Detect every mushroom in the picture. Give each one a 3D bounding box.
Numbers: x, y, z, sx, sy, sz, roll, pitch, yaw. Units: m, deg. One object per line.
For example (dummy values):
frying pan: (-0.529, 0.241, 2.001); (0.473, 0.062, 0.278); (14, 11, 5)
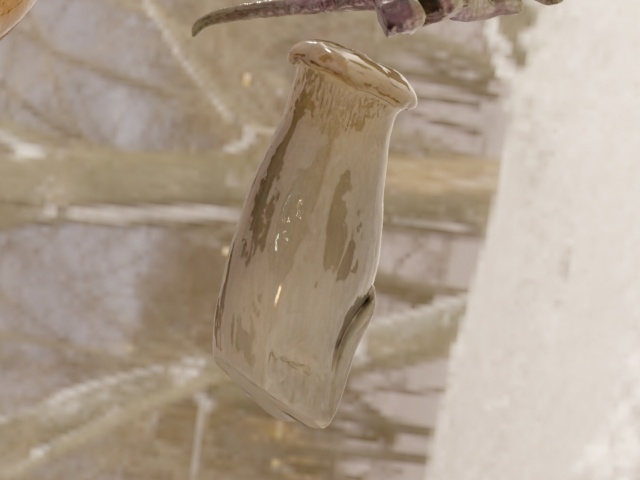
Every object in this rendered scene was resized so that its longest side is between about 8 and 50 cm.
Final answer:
mushroom: (-0.007, 0.004, 1.110); (0.108, 0.096, 0.247); (-3, -71, -49)

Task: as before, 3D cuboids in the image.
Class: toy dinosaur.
toy dinosaur: (0.051, -0.178, 1.254); (0.251, 0.200, 0.072); (28, 134, 53)

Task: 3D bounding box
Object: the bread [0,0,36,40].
bread: (-0.271, -0.121, 1.058); (0.136, 0.107, 0.241); (-13, 24, 50)
